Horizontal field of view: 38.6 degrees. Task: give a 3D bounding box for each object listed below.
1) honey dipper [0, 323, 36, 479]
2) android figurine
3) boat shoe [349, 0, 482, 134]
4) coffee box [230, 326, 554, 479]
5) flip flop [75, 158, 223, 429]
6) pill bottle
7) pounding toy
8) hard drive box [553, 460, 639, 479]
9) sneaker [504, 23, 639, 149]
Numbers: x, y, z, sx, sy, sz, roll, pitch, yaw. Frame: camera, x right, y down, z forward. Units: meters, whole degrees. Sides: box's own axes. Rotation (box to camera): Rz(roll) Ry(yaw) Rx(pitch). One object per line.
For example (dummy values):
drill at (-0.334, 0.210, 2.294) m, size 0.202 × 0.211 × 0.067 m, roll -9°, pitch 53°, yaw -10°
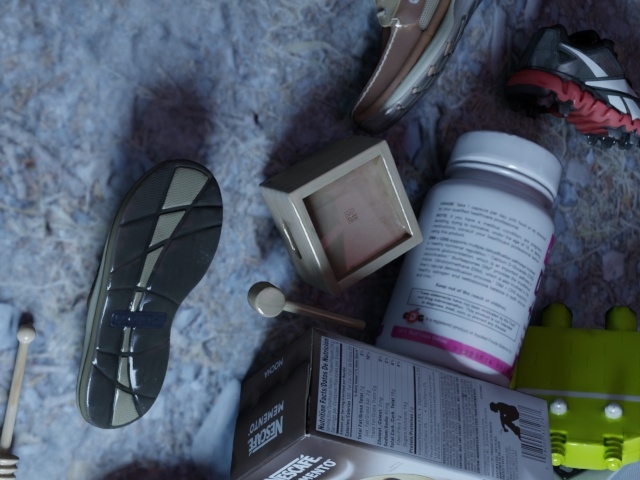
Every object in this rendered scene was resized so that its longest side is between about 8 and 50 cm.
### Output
honey dipper at (-0.290, 0.159, 0.860) m, size 0.031 × 0.030 × 0.160 m, roll 14°, pitch 80°, yaw -32°
android figurine at (0.327, 0.176, 1.123) m, size 0.273 × 0.248 × 0.056 m, roll -64°, pitch 151°, yaw -51°
boat shoe at (0.117, -0.272, 1.067) m, size 0.116 × 0.123 × 0.324 m, roll 32°, pitch 82°, yaw 5°
coffee box at (0.076, 0.211, 0.968) m, size 0.297 × 0.168 × 0.118 m, roll 19°, pitch 53°, yaw -22°
flip flop at (-0.180, 0.049, 0.902) m, size 0.112 × 0.080 × 0.277 m, roll 11°, pitch 101°, yaw -37°
pill bottle at (0.181, 0.026, 1.072) m, size 0.160 × 0.160 × 0.283 m, roll 28°, pitch 75°, yaw -30°
pounding toy at (-0.001, 0.011, 1.005) m, size 0.206 × 0.094 × 0.181 m, roll -31°, pitch 112°, yaw -18°
hard drive box at (0.334, 0.249, 1.159) m, size 0.232 × 0.181 × 0.089 m, roll -34°, pitch 125°, yaw -28°
sneaker at (0.371, -0.205, 1.225) m, size 0.276 × 0.098 × 0.135 m, roll 17°, pitch 84°, yaw -30°
